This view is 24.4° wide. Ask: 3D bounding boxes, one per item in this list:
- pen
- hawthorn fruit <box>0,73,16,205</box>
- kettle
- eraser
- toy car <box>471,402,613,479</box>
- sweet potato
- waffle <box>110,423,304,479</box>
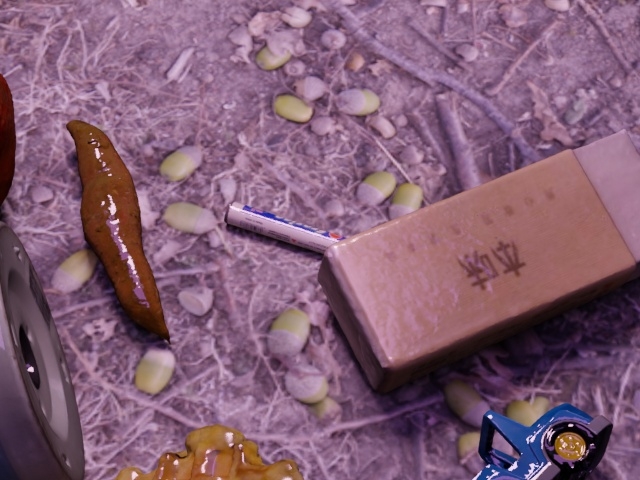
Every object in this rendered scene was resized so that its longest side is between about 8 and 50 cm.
[{"bbox_3d":[0.000,0.000,1.504,0.204,0.025,0.025,17,59,11],"label":"pen"},{"bbox_3d":[-0.401,-0.110,1.442,0.224,0.261,0.224,4,76,-15],"label":"hawthorn fruit"},{"bbox_3d":[-0.410,0.132,1.329,0.342,0.247,0.319,-17,27,-1],"label":"kettle"},{"bbox_3d":[0.179,0.017,1.447,0.343,0.078,0.144,-23,72,-15],"label":"eraser"},{"bbox_3d":[0.168,0.214,1.321,0.191,0.097,0.100,-38,64,-22],"label":"toy car"},{"bbox_3d":[-0.207,-0.014,1.497,0.067,0.067,0.274,-17,64,-10],"label":"sweet potato"},{"bbox_3d":[-0.117,0.302,1.232,0.281,0.058,0.301,-32,46,17],"label":"waffle"}]
